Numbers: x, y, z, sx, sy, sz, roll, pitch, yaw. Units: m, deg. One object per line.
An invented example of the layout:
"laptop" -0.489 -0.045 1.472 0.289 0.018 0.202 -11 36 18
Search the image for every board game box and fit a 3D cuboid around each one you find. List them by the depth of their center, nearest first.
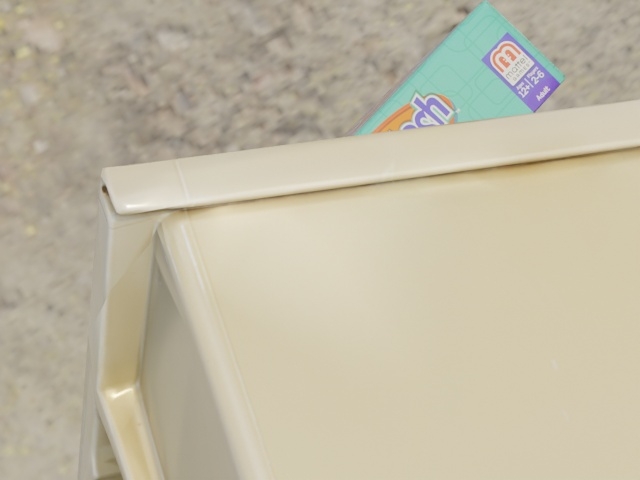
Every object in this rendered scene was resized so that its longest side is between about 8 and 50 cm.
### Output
"board game box" 0.000 0.000 0.782 0.047 0.160 0.210 44 160 -2

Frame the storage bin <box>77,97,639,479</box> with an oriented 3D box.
"storage bin" 0.081 0.094 0.474 0.260 0.262 0.123 102 153 -50
